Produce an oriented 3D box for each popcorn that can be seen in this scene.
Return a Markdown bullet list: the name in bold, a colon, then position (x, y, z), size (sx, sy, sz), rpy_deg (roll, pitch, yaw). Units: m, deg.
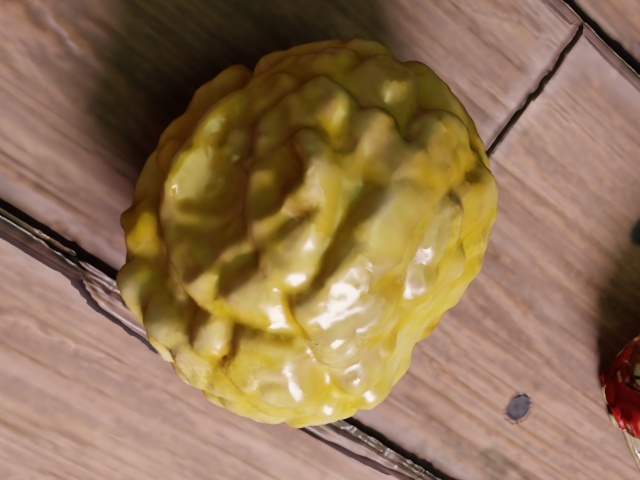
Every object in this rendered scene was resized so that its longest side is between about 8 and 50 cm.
- **popcorn**: position (0.000, 0.000, 0.595), size (0.180, 0.170, 0.180), rpy_deg (0, 90, -26)

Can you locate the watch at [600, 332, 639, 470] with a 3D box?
- **watch**: position (0.254, 0.165, 0.774), size (0.102, 0.165, 0.268), rpy_deg (-32, 118, -12)
